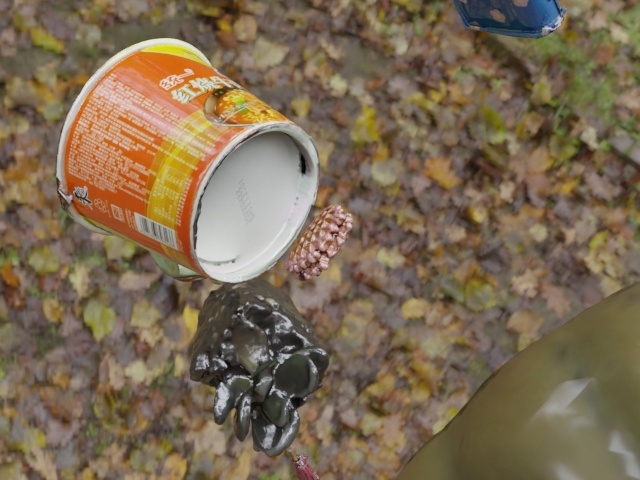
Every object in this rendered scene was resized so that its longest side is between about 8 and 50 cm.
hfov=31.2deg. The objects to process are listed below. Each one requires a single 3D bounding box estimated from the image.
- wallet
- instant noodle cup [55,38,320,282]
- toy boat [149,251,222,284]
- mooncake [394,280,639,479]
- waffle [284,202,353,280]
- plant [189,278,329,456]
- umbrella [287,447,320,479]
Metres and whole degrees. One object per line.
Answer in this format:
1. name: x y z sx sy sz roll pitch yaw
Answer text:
1. wallet: 0.174 -0.313 1.242 0.059 0.202 0.141 -46 37 -16
2. instant noodle cup: -0.116 -0.065 1.087 0.174 0.213 0.213 30 54 34
3. toy boat: -0.233 0.019 1.903 0.071 0.089 0.185 -15 45 -40
4. mooncake: 0.168 0.140 0.437 0.290 0.290 0.161 -7 46 -17
5. waffle: 0.000 0.000 1.071 0.029 0.075 0.083 37 83 -17
6. plant: -0.105 0.191 1.839 0.188 0.199 0.276 32 19 -29
7. umbrella: -0.014 0.329 1.564 0.027 0.165 0.025 -18 42 5
